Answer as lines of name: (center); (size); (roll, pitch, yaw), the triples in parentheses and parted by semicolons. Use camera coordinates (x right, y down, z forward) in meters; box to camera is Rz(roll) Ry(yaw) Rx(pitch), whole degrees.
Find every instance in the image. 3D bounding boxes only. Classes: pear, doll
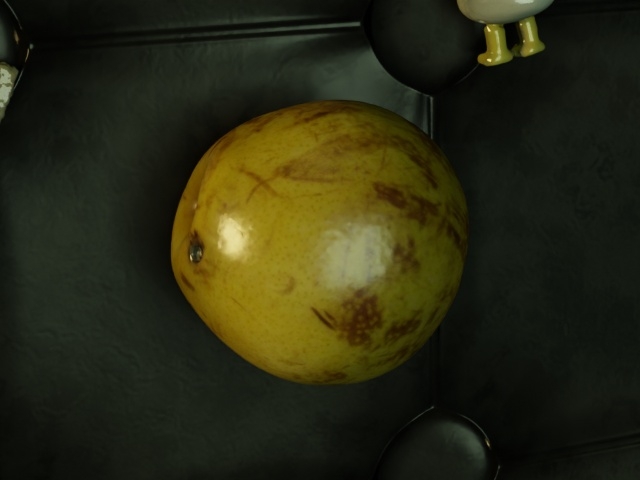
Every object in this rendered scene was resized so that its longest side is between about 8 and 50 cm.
pear: (0.000, 0.000, 1.601); (0.281, 0.281, 0.280); (-6, 104, -23)
doll: (0.176, -0.321, 1.690); (0.138, 0.119, 0.293); (-21, 115, -27)

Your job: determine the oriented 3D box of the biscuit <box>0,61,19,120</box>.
biscuit: (-0.372, -0.060, 1.545); (0.133, 0.032, 0.250); (19, 94, -27)
